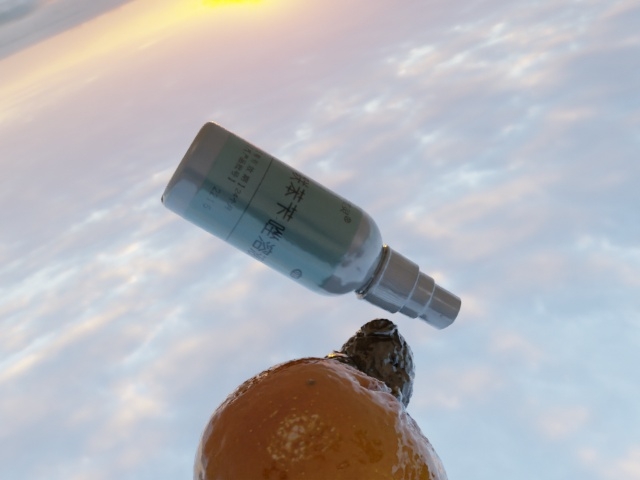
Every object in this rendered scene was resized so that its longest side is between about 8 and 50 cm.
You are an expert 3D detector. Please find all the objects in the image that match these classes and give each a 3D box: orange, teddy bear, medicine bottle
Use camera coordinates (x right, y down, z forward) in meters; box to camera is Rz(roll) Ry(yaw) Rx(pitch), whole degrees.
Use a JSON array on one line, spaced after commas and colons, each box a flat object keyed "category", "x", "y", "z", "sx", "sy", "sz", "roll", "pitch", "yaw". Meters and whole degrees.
[{"category": "orange", "x": 0.004, "y": 0.168, "z": 0.551, "sx": 0.161, "sy": 0.193, "sz": 0.193, "roll": -41, "pitch": -157, "yaw": -8}, {"category": "teddy bear", "x": 0.035, "y": 0.179, "z": 0.901, "sx": 0.190, "sy": 0.177, "sz": 0.140, "roll": -38, "pitch": -138, "yaw": -28}, {"category": "medicine bottle", "x": 0.000, "y": 0.000, "z": 0.893, "sx": 0.110, "sy": 0.352, "sz": 0.110, "roll": -57, "pitch": -171, "yaw": 15}]
